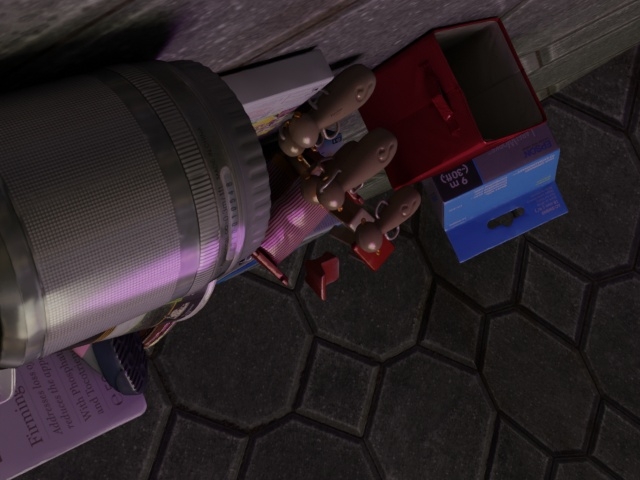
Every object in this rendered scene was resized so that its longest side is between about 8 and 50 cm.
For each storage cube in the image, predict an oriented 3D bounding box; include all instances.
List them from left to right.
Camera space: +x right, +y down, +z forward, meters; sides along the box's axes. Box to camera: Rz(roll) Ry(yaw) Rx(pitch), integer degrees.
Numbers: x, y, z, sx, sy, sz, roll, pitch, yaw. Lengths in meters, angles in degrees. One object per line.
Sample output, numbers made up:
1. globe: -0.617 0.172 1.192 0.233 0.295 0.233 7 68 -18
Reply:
1. storage cube: 0.196 -0.210 1.438 0.215 0.184 0.193 -23 177 -46

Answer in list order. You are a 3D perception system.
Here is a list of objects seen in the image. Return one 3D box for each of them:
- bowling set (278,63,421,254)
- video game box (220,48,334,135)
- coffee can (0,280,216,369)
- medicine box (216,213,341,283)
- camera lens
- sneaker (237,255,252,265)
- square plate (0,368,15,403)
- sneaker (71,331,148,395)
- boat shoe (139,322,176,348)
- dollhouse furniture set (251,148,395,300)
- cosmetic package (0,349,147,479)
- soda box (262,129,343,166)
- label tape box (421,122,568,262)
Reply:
1. bowling set: 0.006 -0.117 1.363 0.154 0.287 0.200 -44 -144 -24
2. video game box: -0.112 -0.156 1.135 0.205 0.048 0.187 -23 175 -34
3. coffee can: -0.287 0.025 1.114 0.201 0.202 0.275 -27 171 36
4. medicine box: -0.132 -0.031 2.319 0.289 0.149 0.263 -24 177 -33
5. camera lens: -0.210 -0.030 0.810 0.274 0.219 0.219 -23 177 -33
6. sneaker: -0.134 -0.048 1.905 0.282 0.153 0.099 -26 178 8
7. square plate: -0.535 0.129 1.120 0.347 0.049 0.344 -23 139 -40
8. sneaker: -0.360 0.100 1.328 0.131 0.319 0.112 -20 -156 11
9. boat shoe: -0.240 0.011 1.443 0.324 0.122 0.120 -65 169 -2
10. dollhouse furniture set: 0.000 0.000 1.642 0.201 0.152 0.374 -49 139 -3
11. cosmetic package: -0.546 0.219 1.451 0.393 0.329 0.327 -24 177 -30
12. soda box: -0.045 -0.143 1.670 0.183 0.063 0.058 -24 -152 -28
13. label tape box: 0.298 -0.161 1.697 0.240 0.334 0.106 -25 177 -5
